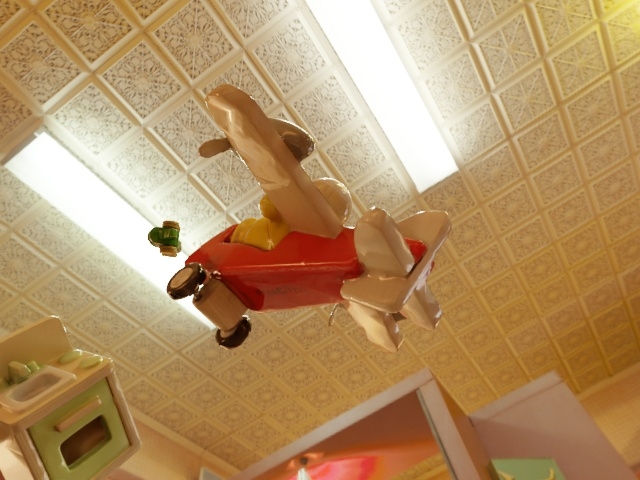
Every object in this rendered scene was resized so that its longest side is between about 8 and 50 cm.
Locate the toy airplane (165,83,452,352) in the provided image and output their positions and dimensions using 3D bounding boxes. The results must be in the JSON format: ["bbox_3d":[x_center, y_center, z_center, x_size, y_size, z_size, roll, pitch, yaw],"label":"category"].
[{"bbox_3d":[0.000,0.000,0.655,0.384,0.272,0.386,22,-42,0],"label":"toy airplane"}]

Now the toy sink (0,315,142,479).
[{"bbox_3d":[-0.390,0.250,0.678,0.131,0.152,0.234,1,-70,33],"label":"toy sink"}]

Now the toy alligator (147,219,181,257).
[{"bbox_3d":[-0.281,0.001,0.827,0.051,0.189,0.056,6,-100,-13],"label":"toy alligator"}]
